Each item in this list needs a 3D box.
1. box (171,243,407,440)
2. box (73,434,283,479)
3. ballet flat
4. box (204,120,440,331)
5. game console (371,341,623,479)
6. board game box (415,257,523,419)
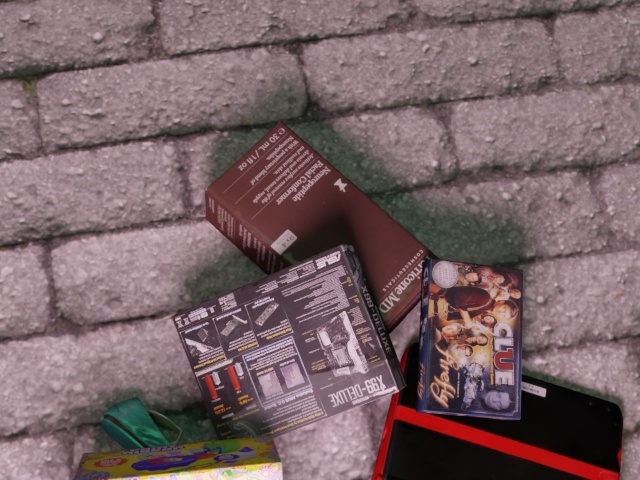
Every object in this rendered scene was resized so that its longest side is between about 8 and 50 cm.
[{"bbox_3d":[-0.050,0.172,1.690,0.307,0.076,0.242,-24,84,13],"label":"box"},{"bbox_3d":[-0.196,0.447,1.553,0.290,0.177,0.279,-5,93,-7],"label":"box"},{"bbox_3d":[-0.236,0.340,1.697,0.247,0.083,0.087,44,57,10],"label":"ballet flat"},{"bbox_3d":[0.000,0.000,1.819,0.381,0.143,0.191,41,70,9],"label":"box"},{"bbox_3d":[0.288,0.349,1.707,0.387,0.060,0.342,17,45,1],"label":"game console"},{"bbox_3d":[0.240,0.159,1.715,0.165,0.042,0.243,7,76,-15],"label":"board game box"}]
